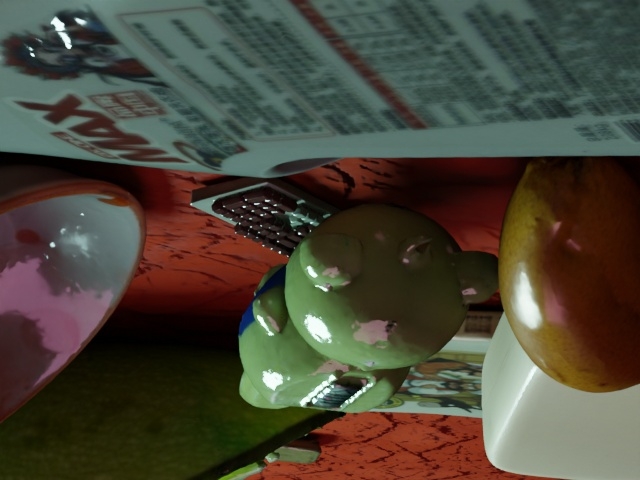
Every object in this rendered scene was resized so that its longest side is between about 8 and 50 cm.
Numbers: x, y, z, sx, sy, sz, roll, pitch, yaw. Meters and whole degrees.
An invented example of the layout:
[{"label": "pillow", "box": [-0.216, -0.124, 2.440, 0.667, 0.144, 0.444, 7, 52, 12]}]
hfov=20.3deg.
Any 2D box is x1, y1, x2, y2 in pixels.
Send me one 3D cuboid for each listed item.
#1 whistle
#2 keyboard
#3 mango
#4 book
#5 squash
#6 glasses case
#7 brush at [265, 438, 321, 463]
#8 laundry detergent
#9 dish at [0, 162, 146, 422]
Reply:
[{"label": "whistle", "box": [0.010, 0.043, 0.938, 0.105, 0.085, 0.227, 7, 155, -19]}, {"label": "keyboard", "box": [0.000, 0.000, 0.966, 0.055, 0.017, 0.166, -10, 157, 35]}, {"label": "mango", "box": [0.127, 0.015, 0.869, 0.084, 0.105, 0.159, 21, 166, 46]}, {"label": "book", "box": [0.130, 0.085, 1.178, 0.264, 0.027, 0.202, 3, 160, 3]}, {"label": "squash", "box": [-0.138, 0.170, 1.212, 0.309, 0.210, 0.233, 5, 179, 12]}, {"label": "glasses case", "box": [0.269, 0.085, 1.029, 0.336, 0.076, 0.144, 6, 146, -7]}, {"label": "brush", "box": [-0.141, 0.169, 1.463, 0.282, 0.048, 0.054, 6, 164, -11]}, {"label": "laundry detergent", "box": [-0.016, -0.087, 0.549, 0.398, 0.124, 0.264, -5, 161, 28]}, {"label": "dish", "box": [-0.217, 0.034, 0.909, 0.260, 0.085, 0.260, -36, 163, -13]}]
